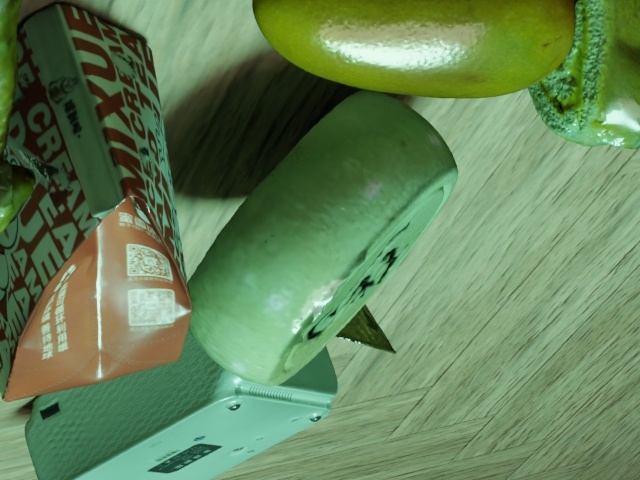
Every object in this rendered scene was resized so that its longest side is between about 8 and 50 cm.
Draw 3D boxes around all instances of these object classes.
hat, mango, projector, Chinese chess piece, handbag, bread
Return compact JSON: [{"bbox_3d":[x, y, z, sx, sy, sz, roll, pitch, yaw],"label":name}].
[{"bbox_3d":[0.012,0.057,1.790,0.146,0.067,0.146,16,178,1],"label":"hat"},{"bbox_3d":[0.070,-0.160,1.272,0.253,0.113,0.138,2,153,-30],"label":"mango"},{"bbox_3d":[-0.133,0.168,1.836,0.250,0.108,0.198,-31,156,23],"label":"projector"},{"bbox_3d":[0.000,0.000,1.452,0.250,0.101,0.250,-48,172,-9],"label":"Chinese chess piece"},{"bbox_3d":[-0.164,-0.021,1.299,0.151,0.171,0.298,-12,157,-20],"label":"handbag"},{"bbox_3d":[0.237,-0.133,1.491,0.103,0.110,0.156,-5,152,-23],"label":"bread"}]

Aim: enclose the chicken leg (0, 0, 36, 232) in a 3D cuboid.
[{"bbox_3d":[-0.264,-0.097,1.114,0.211,0.140,0.361,3,127,-22],"label":"chicken leg"}]
